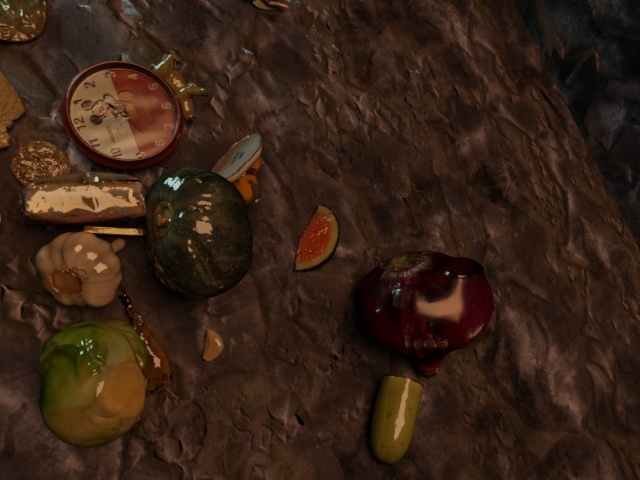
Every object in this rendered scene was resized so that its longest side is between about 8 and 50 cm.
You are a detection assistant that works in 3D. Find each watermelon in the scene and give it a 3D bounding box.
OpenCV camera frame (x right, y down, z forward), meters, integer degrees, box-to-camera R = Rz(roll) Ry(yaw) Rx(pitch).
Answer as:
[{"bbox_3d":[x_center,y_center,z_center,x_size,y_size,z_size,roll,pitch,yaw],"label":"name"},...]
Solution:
[{"bbox_3d":[-0.003,0.001,1.629,0.119,0.063,0.245,21,69,-1],"label":"watermelon"}]

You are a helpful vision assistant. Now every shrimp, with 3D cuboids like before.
[{"bbox_3d":[-0.463,0.259,1.286,0.117,0.066,0.262,-28,86,-32],"label":"shrimp"}]

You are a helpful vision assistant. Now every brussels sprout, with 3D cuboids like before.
[{"bbox_3d":[-0.493,0.309,1.143,0.227,0.294,0.260,-4,93,-47],"label":"brussels sprout"}]

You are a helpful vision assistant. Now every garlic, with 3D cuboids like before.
[{"bbox_3d":[-0.286,0.283,1.390,0.053,0.041,0.083,16,74,-18],"label":"garlic"},{"bbox_3d":[-0.556,0.041,1.268,0.199,0.199,0.226,41,29,-11],"label":"garlic"}]

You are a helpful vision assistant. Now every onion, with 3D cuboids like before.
[{"bbox_3d":[0.323,0.253,1.572,0.398,0.398,0.421,-18,107,-32],"label":"onion"}]

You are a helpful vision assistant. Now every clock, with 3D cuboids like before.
[{"bbox_3d":[-0.537,-0.343,1.425,0.318,0.080,0.319,5,77,-22],"label":"clock"}]

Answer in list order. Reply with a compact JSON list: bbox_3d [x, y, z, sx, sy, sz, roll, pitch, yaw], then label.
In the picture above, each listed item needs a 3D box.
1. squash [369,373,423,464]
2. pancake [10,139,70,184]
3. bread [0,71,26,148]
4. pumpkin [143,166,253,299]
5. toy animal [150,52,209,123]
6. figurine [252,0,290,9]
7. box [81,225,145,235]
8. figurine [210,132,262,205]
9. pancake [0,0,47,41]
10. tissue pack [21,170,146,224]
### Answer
[{"bbox_3d":[0.218,0.532,1.531,0.132,0.132,0.247,26,63,-19],"label":"squash"},{"bbox_3d":[-0.707,-0.188,1.318,0.139,0.022,0.140,9,71,-27],"label":"pancake"},{"bbox_3d":[-0.873,-0.350,1.248,0.211,0.224,0.184,12,69,20],"label":"bread"},{"bbox_3d":[-0.316,-0.013,1.327,0.257,0.291,0.328,11,78,-47],"label":"pumpkin"},{"bbox_3d":[-0.417,-0.450,1.531,0.101,0.103,0.219,-42,99,-13],"label":"toy animal"},{"bbox_3d":[-0.198,-0.843,1.782,0.187,0.083,0.083,8,70,-20],"label":"figurine"},{"bbox_3d":[-0.530,-0.021,1.332,0.149,0.073,0.020,3,83,-29],"label":"box"},{"bbox_3d":[-0.212,-0.197,1.541,0.141,0.166,0.250,56,41,-30],"label":"figurine"},{"bbox_3d":[-0.844,-0.625,1.371,0.241,0.050,0.242,5,80,-32],"label":"pancake"},{"bbox_3d":[-0.573,-0.097,1.249,0.256,0.215,0.123,-3,88,-30],"label":"tissue pack"}]
